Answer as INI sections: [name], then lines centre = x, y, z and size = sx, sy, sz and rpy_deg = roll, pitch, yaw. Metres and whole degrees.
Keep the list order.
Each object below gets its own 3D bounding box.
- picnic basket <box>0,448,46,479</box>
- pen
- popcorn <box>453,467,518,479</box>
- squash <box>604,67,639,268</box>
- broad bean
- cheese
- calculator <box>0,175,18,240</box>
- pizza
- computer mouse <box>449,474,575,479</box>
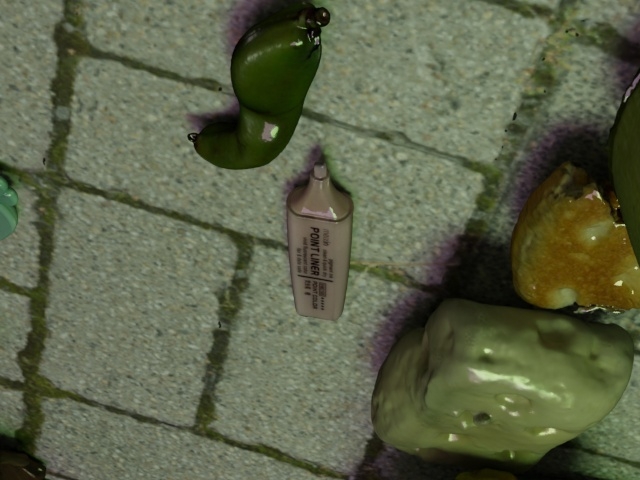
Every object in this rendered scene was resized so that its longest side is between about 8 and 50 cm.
[picnic basket]
centre = -0.349, 0.369, 1.700
size = 0.321, 0.291, 0.254
rpy_deg = 12, 144, 24
[pen]
centre = 0.000, 0.000, 1.325
size = 0.053, 0.032, 0.197
rpy_deg = 10, 144, 8
[popcorn]
centre = 0.149, 0.279, 1.403
size = 0.197, 0.155, 0.197
rpy_deg = 6, 130, 7
[squash]
centre = 0.300, -0.038, 1.062
size = 0.220, 0.133, 0.220
rpy_deg = -4, 125, -6
[broad bean]
centre = -0.037, -0.110, 1.184
size = 0.070, 0.048, 0.213
rpy_deg = 23, 145, -11
[cheese]
centre = 0.136, 0.125, 1.353
size = 0.159, 0.093, 0.263
rpy_deg = 16, 157, -10
[calculator]
centre = -0.309, -0.028, 1.403
size = 0.153, 0.021, 0.095
rpy_deg = -22, 130, 39
[pizza]
centre = 0.240, -0.003, 1.213
size = 0.194, 0.069, 0.154
rpy_deg = 9, 143, -3
[computer mouse]
centre = 0.216, 0.304, 1.560
size = 0.371, 0.122, 0.188
rpy_deg = 11, 132, 5
